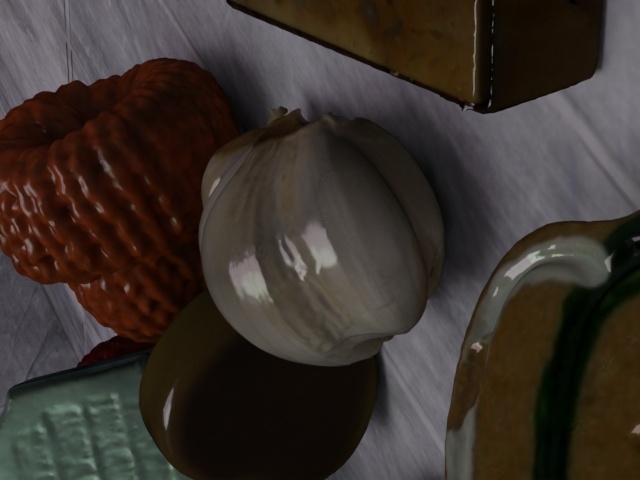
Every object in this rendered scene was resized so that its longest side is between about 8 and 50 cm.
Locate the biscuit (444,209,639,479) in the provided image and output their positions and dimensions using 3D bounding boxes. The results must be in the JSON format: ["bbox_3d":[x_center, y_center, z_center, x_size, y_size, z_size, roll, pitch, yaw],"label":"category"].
[{"bbox_3d":[0.184,0.112,0.327,0.344,0.057,0.287,-4,75,47],"label":"biscuit"}]

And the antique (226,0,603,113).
[{"bbox_3d":[0.035,-0.176,0.556,0.310,0.087,0.093,37,140,49],"label":"antique"}]

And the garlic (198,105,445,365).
[{"bbox_3d":[-0.009,0.010,0.699,0.203,0.185,0.281,57,159,-19],"label":"garlic"}]

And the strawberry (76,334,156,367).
[{"bbox_3d":[-0.212,0.262,1.275,0.292,0.310,0.291,-14,-90,-84],"label":"strawberry"}]

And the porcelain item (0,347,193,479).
[{"bbox_3d":[-0.244,0.286,1.054,0.157,0.282,0.285,22,-128,-82],"label":"porcelain item"}]

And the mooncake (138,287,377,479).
[{"bbox_3d":[-0.056,0.131,0.859,0.117,0.235,0.234,32,138,59],"label":"mooncake"}]

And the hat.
[{"bbox_3d":[-0.198,0.012,0.964,0.285,0.285,0.400,34,145,50],"label":"hat"}]
